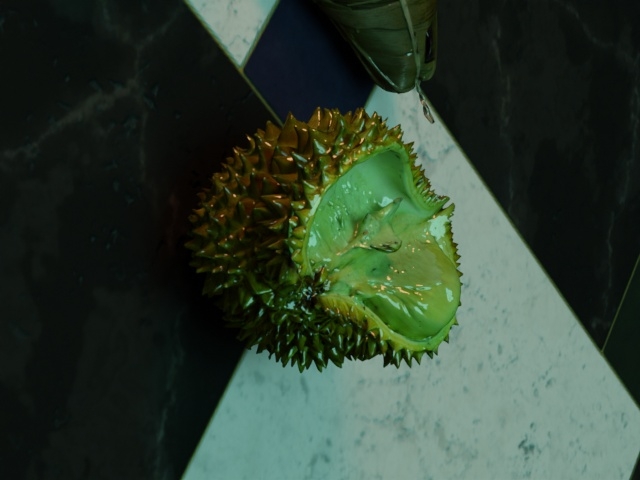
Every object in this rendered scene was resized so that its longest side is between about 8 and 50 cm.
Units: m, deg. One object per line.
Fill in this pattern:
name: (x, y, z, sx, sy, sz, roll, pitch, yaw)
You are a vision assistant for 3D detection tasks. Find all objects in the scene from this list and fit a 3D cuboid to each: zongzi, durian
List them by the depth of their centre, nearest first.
durian: (0.001, 0.001, 1.420, 0.237, 0.176, 0.200, 35, 57, -54)
zongzi: (0.019, -0.178, 1.531, 0.178, 0.081, 0.189, -17, 123, -28)
